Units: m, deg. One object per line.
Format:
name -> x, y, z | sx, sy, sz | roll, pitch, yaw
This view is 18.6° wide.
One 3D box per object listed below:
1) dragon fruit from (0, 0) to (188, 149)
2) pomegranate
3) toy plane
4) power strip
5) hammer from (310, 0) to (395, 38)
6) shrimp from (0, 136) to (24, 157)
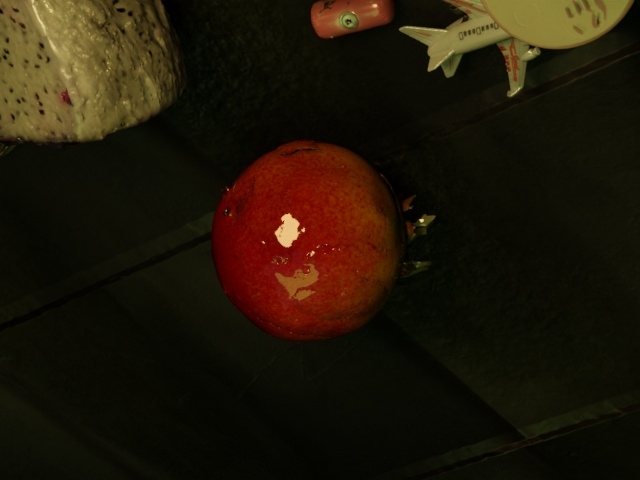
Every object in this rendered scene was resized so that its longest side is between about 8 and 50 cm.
dragon fruit -> -0.263, -0.214, 1.855 | 0.283, 0.204, 0.221 | 2, 117, 43
pomegranate -> 0.000, 0.000, 2.043 | 0.235, 0.210, 0.210 | -2, 146, -27
toy plane -> 0.163, -0.206, 1.858 | 0.171, 0.065, 0.162 | -26, 128, 33
power strip -> 0.209, -0.250, 1.742 | 0.154, 0.078, 0.154 | 2, 112, 6
hammer -> 0.031, -0.219, 1.890 | 0.083, 0.043, 0.043 | -10, 136, 22
shrimp -> -0.364, -0.121, 2.096 | 0.126, 0.047, 0.223 | 14, 140, -20
